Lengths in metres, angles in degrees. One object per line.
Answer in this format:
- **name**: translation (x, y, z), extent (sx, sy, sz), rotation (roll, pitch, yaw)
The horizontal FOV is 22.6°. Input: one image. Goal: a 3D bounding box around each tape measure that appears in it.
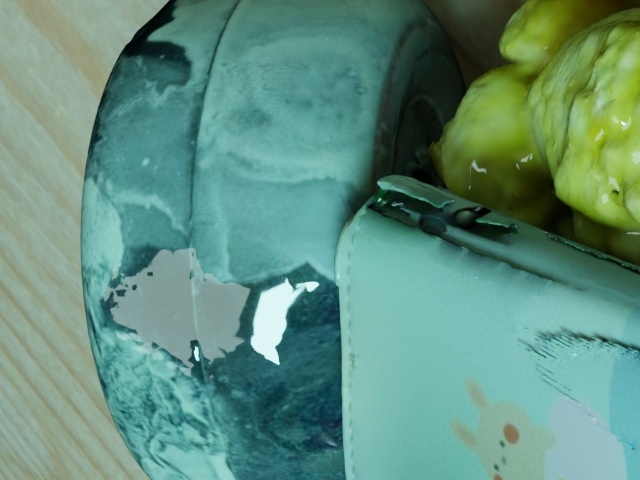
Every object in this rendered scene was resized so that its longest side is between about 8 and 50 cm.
- **tape measure**: translation (0.000, 0.000, 0.762), extent (0.147, 0.275, 0.256), rotation (-2, 111, 18)

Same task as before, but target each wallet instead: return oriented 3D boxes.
- **wallet**: translation (0.107, 0.090, 0.563), extent (0.250, 0.075, 0.176), rotation (25, 126, 45)

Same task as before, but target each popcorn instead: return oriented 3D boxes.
- **popcorn**: translation (0.154, -0.037, 0.630), extent (0.195, 0.168, 0.173), rotation (17, 106, 61)
